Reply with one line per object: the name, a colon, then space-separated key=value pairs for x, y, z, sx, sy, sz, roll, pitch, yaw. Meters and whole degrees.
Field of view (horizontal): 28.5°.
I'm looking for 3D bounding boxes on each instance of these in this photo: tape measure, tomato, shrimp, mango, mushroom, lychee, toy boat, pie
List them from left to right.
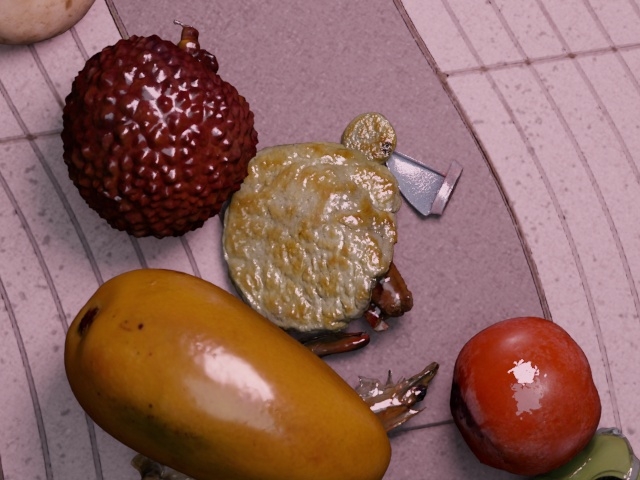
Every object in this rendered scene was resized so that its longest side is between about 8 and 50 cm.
mushroom: x=-0.405 y=-0.378 z=1.752 sx=0.253 sy=0.195 sz=0.189 roll=-50 pitch=121 yaw=-12
lychee: x=-0.213 y=-0.150 z=1.678 sx=0.264 sy=0.264 sz=0.300 roll=17 pitch=83 yaw=-2
mango: x=-0.118 y=0.199 z=1.612 sx=0.446 sy=0.300 sz=0.232 roll=29 pitch=87 yaw=4
pie: x=-0.009 y=-0.002 z=1.755 sx=0.257 sy=0.105 sz=0.274 roll=-6 pitch=82 yaw=4
shrimp: x=0.036 y=0.200 z=1.757 sx=0.253 sy=0.058 sz=0.173 roll=-29 pitch=77 yaw=-4
pie: x=0.068 y=-0.142 z=1.811 sx=0.085 sy=0.017 sz=0.085 roll=-2 pitch=82 yaw=15
toy boat: x=0.135 y=-0.092 z=1.816 sx=0.122 sy=0.034 sz=0.096 roll=24 pitch=75 yaw=9
tomato: x=0.267 y=0.211 z=1.691 sx=0.184 sy=0.208 sz=0.208 roll=-27 pitch=85 yaw=-16
tape measure: x=0.371 y=0.359 z=1.728 sx=0.200 sy=0.106 sz=0.175 roll=-40 pitch=98 yaw=-18

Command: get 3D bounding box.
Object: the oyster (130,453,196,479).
oyster: x=-0.106 y=0.386 z=1.654 sx=0.341 sy=0.166 sz=0.110 roll=36 pitch=54 yaw=29
